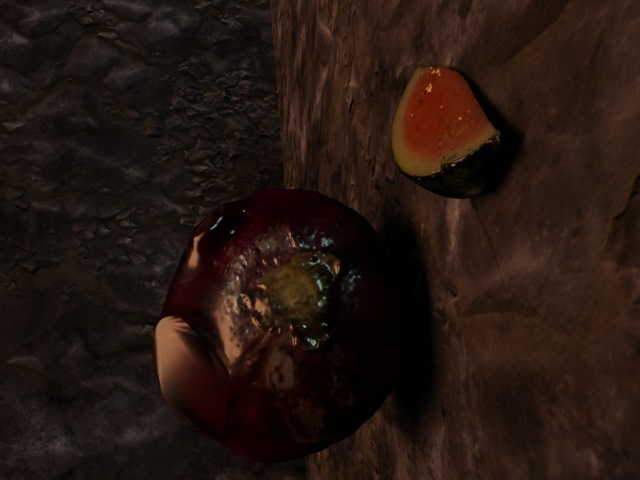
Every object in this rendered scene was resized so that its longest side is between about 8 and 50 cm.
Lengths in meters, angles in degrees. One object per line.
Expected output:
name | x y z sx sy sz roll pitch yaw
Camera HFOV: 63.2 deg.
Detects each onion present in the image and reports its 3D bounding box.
onion | -0.040 0.131 0.847 0.420 0.397 0.399 35 -131 -72

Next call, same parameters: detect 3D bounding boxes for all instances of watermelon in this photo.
watermelon | 0.130 -0.117 0.560 0.245 0.063 0.119 -99 29 -58
